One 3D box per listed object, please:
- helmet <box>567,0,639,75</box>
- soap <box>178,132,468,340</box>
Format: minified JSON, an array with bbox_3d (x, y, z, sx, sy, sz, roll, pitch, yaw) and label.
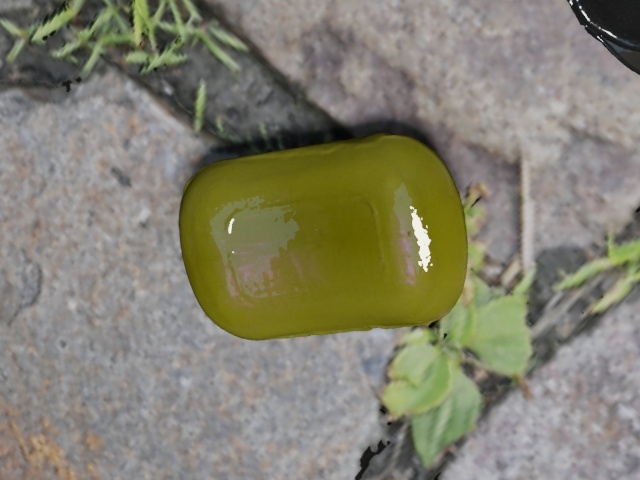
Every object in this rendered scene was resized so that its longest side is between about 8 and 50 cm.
[{"bbox_3d":[0.130,-0.107,0.533,0.084,0.049,0.065,49,147,-14],"label":"helmet"},{"bbox_3d":[0.000,0.000,0.621,0.140,0.045,0.089,-7,104,24],"label":"soap"}]
